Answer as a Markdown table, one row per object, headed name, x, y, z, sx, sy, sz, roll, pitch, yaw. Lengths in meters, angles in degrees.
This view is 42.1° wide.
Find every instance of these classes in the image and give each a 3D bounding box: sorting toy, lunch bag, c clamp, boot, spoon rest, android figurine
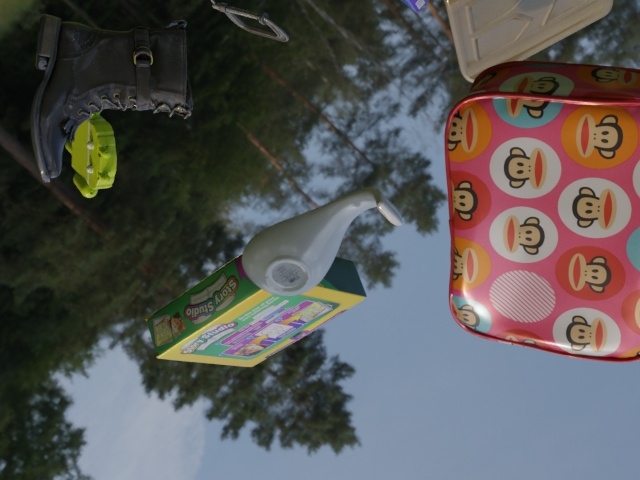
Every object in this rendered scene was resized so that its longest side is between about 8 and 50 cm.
| name | x | y | z | sx | sy | sz | roll | pitch | yaw |
| --- | --- | --- | --- | --- | --- | --- | --- | --- | --- |
| sorting toy | 0.290 | -0.313 | 0.970 | 0.307 | 0.229 | 0.041 | -28 | -111 | 8 |
| lunch bag | 0.258 | -0.023 | 0.818 | 0.258 | 0.293 | 0.120 | 8 | -148 | 22 |
| c clamp | -0.140 | -0.424 | 1.592 | 0.161 | 0.137 | 0.022 | 24 | -98 | 25 |
| boot | -0.300 | -0.207 | 1.218 | 0.091 | 0.229 | 0.263 | -170 | -95 | -71 |
| spoon rest | 0.000 | 0.000 | 1.283 | 0.276 | 0.137 | 0.084 | -30 | -147 | 26 |
| android figurine | -0.567 | -0.228 | 2.046 | 0.273 | 0.056 | 0.248 | 41 | -50 | 46 |

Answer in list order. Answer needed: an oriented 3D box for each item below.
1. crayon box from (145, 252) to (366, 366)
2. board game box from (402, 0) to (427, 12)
| name | x | y | z | sx | sy | sz | roll | pitch | yaw |
| --- | --- | --- | --- | --- | --- | --- | --- | --- | --- |
| crayon box | -0.135 | 0.145 | 1.797 | 0.363 | 0.313 | 0.106 | -33 | -119 | 26 |
| board game box | 0.098 | -0.631 | 1.713 | 0.078 | 0.347 | 0.233 | -48 | -113 | 8 |
